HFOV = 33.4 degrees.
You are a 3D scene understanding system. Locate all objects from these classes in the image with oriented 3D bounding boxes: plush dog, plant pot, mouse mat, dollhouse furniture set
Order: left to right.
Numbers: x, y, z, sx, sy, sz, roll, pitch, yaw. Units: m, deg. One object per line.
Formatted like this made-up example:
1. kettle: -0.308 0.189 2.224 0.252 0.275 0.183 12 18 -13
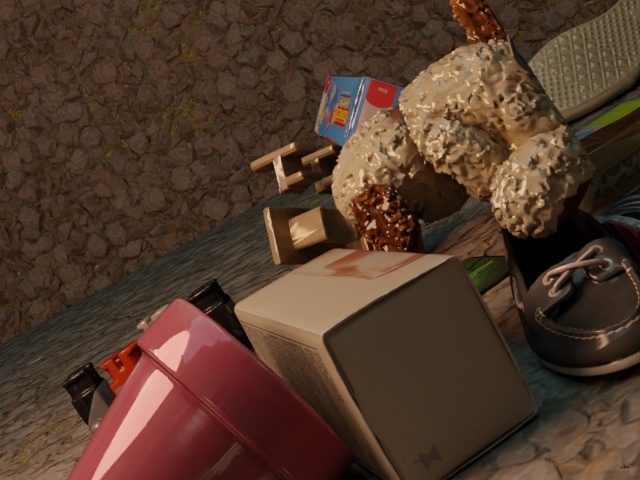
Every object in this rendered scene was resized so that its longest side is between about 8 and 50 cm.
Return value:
1. plant pot: -0.103 0.179 0.872 0.180 0.201 0.201 -48 13 -11
2. dollhouse furniture set: 0.000 0.000 1.438 0.161 0.212 0.242 -21 -13 38
3. plush dog: 0.109 -0.090 1.018 0.225 0.210 0.262 -33 14 13
4. mouse mat: 0.143 0.066 1.251 0.189 0.007 0.152 -34 10 -20

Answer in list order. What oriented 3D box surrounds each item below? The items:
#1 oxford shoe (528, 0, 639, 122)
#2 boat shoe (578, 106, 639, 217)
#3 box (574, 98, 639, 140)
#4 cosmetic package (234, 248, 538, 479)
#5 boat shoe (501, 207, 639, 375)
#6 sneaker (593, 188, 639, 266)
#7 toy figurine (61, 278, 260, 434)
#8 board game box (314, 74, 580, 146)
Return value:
1. oxford shoe: 0.523 -0.329 1.897 0.449 0.169 0.130 -40 -30 -15
2. boat shoe: 0.393 -0.111 1.204 0.285 0.089 0.104 -27 11 3
3. box: 0.389 -0.139 1.489 0.178 0.042 0.109 -32 9 -11
4. cosmetic package: 0.042 0.098 0.931 0.129 0.153 0.296 -30 10 -14
5. boat shoe: 0.214 0.029 0.948 0.112 0.095 0.335 -28 9 6
6. sneaker: 0.307 -0.015 1.005 0.075 0.063 0.170 -36 5 -3
7. toy figurine: -0.177 0.168 1.275 0.213 0.148 0.209 -40 8 -39
8. board game box: 0.163 -0.128 1.366 0.302 0.308 0.086 -125 51 -79
